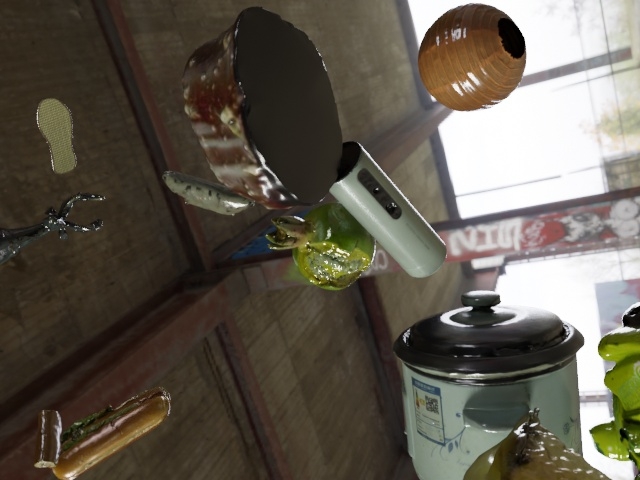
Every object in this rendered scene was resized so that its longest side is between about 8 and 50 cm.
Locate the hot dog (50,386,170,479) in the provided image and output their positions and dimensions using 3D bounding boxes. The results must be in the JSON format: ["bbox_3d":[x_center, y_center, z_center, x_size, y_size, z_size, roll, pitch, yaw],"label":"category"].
[{"bbox_3d":[-0.533,0.476,1.474,0.100,0.337,0.135,62,171,-17],"label":"hot dog"}]

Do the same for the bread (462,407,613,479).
[{"bbox_3d":[0.118,0.209,0.302,0.174,0.133,0.252,-69,-18,8],"label":"bread"}]

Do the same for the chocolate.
[{"bbox_3d":[-0.119,-0.220,1.051,0.225,0.210,0.340,-38,-63,-43],"label":"chocolate"}]

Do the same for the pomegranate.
[{"bbox_3d":[0.000,0.000,1.517,0.302,0.236,0.235,18,-119,-29],"label":"pomegranate"}]

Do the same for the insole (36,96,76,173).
[{"bbox_3d":[-0.676,-0.266,1.525,0.086,0.005,0.253,-27,-30,-28],"label":"insole"}]

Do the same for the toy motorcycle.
[{"bbox_3d":[0.378,0.189,0.645,0.342,0.142,0.206,57,-143,-54],"label":"toy motorcycle"}]

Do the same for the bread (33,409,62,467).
[{"bbox_3d":[-0.416,0.302,0.900,0.047,0.036,0.083,115,149,-51],"label":"bread"}]

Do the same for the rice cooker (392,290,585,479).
[{"bbox_3d":[0.244,0.219,0.855,0.317,0.264,0.316,-4,-90,-73],"label":"rice cooker"}]

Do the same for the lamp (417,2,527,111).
[{"bbox_3d":[0.190,-0.229,0.746,0.136,0.136,0.136,34,-129,-57],"label":"lamp"}]

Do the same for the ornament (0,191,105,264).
[{"bbox_3d":[-0.506,-0.018,1.056,0.236,0.202,0.080,-29,-76,-36],"label":"ornament"}]

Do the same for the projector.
[{"bbox_3d":[0.133,-0.054,1.203,0.337,0.108,0.108,43,-138,-35],"label":"projector"}]

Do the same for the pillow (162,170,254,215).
[{"bbox_3d":[-0.283,-0.110,1.485,0.093,0.241,0.051,103,-176,-48],"label":"pillow"}]
